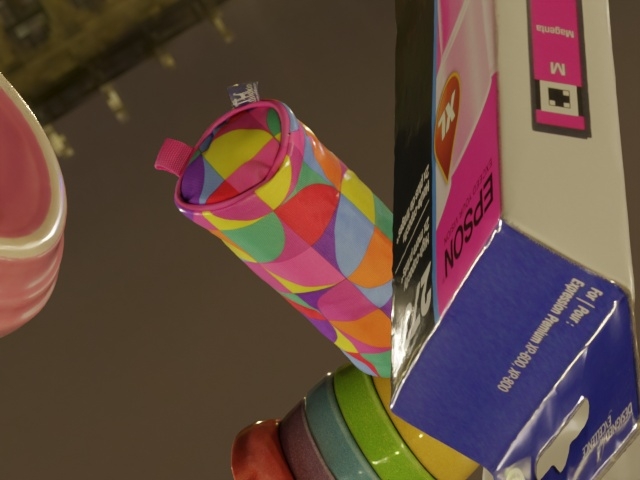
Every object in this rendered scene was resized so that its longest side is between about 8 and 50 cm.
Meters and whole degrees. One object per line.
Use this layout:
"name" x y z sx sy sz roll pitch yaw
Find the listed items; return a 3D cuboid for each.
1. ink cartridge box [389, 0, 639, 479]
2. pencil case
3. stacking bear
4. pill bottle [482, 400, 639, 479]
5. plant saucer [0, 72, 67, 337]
"ink cartridge box" 0.084 -0.042 0.794 0.176 0.069 0.371 113 -20 -54
"pencil case" 0.000 0.000 1.112 0.104 0.236 0.104 -24 -137 25
"stacking bear" 0.087 0.161 1.477 0.289 0.175 0.164 -33 -159 12
"pill bottle" 0.227 0.185 1.223 0.136 0.136 0.245 -24 158 23
"plant saucer" -0.345 -0.071 1.489 0.084 0.332 0.332 -33 -167 25
